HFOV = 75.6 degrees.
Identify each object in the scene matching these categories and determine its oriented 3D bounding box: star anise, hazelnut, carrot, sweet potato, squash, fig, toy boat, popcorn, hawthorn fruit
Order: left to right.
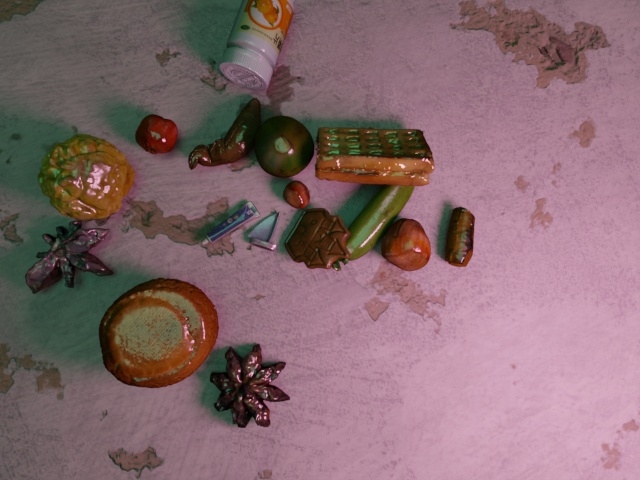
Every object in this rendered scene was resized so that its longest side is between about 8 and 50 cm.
[{"bbox_3d":[-0.734,0.039,1.208,0.257,0.110,0.198,-10,84,5],"label":"star anise"},{"bbox_3d":[-0.677,-0.182,1.189,0.225,0.249,0.249,10,83,30],"label":"popcorn"},{"bbox_3d":[-0.490,-0.319,1.242,0.128,0.128,0.128,0,84,0],"label":"hawthorn fruit"},{"bbox_3d":[-0.265,-0.305,1.254,0.124,0.098,0.310,42,82,11],"label":"sweet potato"},{"bbox_3d":[-0.204,0.419,1.175,0.236,0.109,0.223,34,81,5],"label":"star anise"},{"bbox_3d":[-0.163,-0.036,1.262,0.096,0.034,0.122,17,76,1],"label":"toy boat"},{"bbox_3d":[-0.108,-0.275,1.207,0.181,0.191,0.181,-2,102,-7],"label":"fig"},{"bbox_3d":[-0.071,-0.140,1.250,0.086,0.086,0.086,0,84,0],"label":"hazelnut"},{"bbox_3d":[0.161,-0.061,1.228,0.101,0.101,0.378,40,82,4],"label":"squash"},{"bbox_3d":[0.250,0.011,1.205,0.150,0.150,0.150,0,84,0],"label":"hazelnut"},{"bbox_3d":[0.420,-0.008,1.234,0.082,0.082,0.173,13,84,1],"label":"carrot"}]

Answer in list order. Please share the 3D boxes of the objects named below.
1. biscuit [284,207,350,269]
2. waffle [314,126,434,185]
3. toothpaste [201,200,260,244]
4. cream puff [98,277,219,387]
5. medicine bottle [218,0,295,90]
[{"bbox_3d":[-0.001,-0.001,1.202,0.215,0.034,0.182,27,84,34],"label":"biscuit"},{"bbox_3d":[0.147,-0.247,1.191,0.328,0.224,0.098,1,126,0],"label":"waffle"},{"bbox_3d":[-0.279,-0.045,1.256,0.197,0.035,0.057,-35,91,-7],"label":"toothpaste"},{"bbox_3d":[-0.432,0.249,1.139,0.303,0.212,0.303,1,82,-9],"label":"cream puff"},{"bbox_3d":[-0.184,-0.639,1.257,0.158,0.158,0.318,17,84,1],"label":"medicine bottle"}]
